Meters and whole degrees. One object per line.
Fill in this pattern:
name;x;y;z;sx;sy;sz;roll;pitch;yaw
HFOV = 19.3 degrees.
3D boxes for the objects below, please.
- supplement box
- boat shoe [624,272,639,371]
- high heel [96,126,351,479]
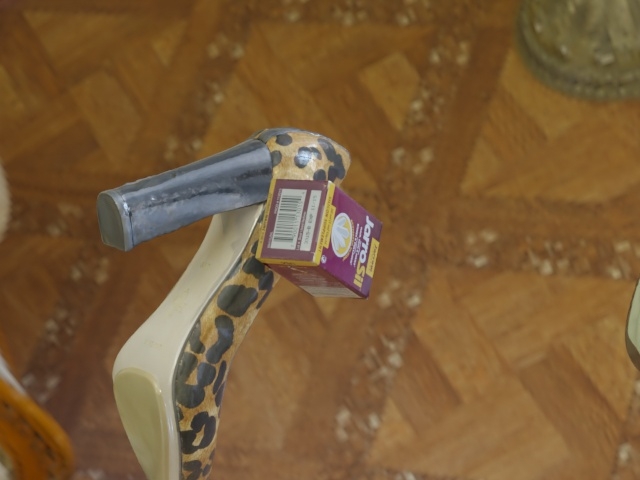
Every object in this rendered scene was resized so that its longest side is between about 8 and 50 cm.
supplement box;0.000;0.000;1.179;0.043;0.083;0.055;3;74;27
boat shoe;0.188;-0.026;0.795;0.072;0.068;0.190;-177;101;-71
high heel;-0.047;0.057;1.276;0.186;0.261;0.093;-20;30;-29
